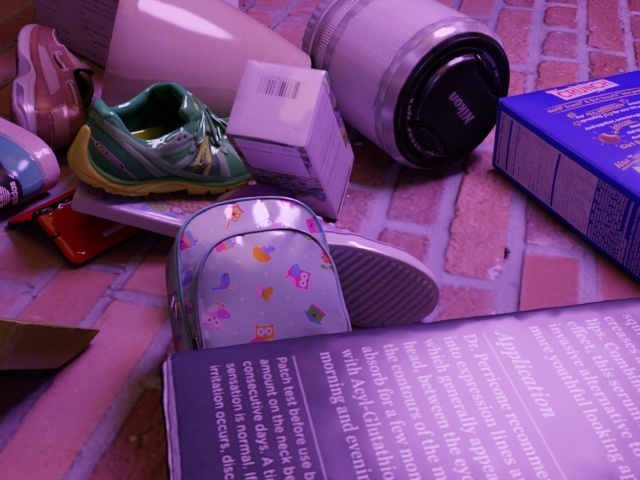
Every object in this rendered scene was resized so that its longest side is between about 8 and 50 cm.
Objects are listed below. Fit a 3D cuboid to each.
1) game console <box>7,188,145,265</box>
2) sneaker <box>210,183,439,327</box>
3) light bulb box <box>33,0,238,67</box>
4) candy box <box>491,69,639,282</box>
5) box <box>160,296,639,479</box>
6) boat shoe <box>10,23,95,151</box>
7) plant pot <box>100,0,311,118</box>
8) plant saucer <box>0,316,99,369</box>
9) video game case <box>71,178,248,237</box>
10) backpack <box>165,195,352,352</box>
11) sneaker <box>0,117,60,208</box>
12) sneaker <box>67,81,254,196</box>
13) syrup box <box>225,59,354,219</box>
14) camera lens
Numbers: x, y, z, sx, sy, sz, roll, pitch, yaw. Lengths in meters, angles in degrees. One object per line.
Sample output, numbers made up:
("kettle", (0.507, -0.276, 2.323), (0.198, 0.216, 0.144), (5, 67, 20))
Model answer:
("game console", (-0.297, -0.026, 1.007), (0.124, 0.085, 0.144), (49, 50, 8))
("sneaker", (0.000, -0.001, 0.900), (0.281, 0.102, 0.161), (15, 31, 2))
("light bulb box", (-0.341, -0.512, 1.392), (0.357, 0.361, 0.225), (30, 44, 33))
("candy box", (0.430, -0.102, 1.061), (0.268, 0.122, 0.317), (-15, 40, -21))
("box", (0.123, 0.213, 0.449), (0.395, 0.294, 0.212), (-5, 36, -11))
("boat shoe", (-0.406, -0.232, 1.216), (0.116, 0.123, 0.324), (-1, 41, -17))
("plant pot", (-0.162, -0.241, 1.153), (0.273, 0.257, 0.257), (12, 33, -14))
("plant saucer", (-0.330, 0.091, 0.744), (0.188, 0.045, 0.188), (6, -8, 6))
("video game case", (-0.193, -0.070, 1.007), (0.212, 0.023, 0.193), (16, 32, -16))
("backpack", (-0.060, 0.051, 0.738), (0.165, 0.144, 0.189), (-10, 70, -15))
("sneaker", (-0.498, -0.122, 1.049), (0.302, 0.108, 0.121), (20, 35, 22))
("sneaker", (-0.161, -0.127, 0.972), (0.109, 0.124, 0.295), (42, 34, 27))
("syrup box", (-0.028, -0.111, 0.950), (0.093, 0.237, 0.096), (11, 76, 14))
("camera lens", (0.122, -0.248, 1.165), (0.219, 0.220, 0.274), (-17, 39, -25))
